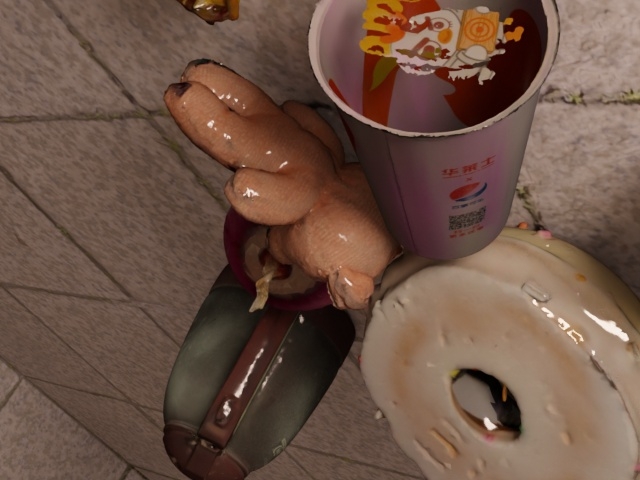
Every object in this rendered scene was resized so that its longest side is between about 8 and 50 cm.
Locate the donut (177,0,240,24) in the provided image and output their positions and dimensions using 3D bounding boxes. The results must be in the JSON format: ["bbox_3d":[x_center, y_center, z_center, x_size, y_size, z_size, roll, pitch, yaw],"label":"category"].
[{"bbox_3d":[-0.169,-0.310,0.931,0.259,0.101,0.152,29,153,5],"label":"donut"}]

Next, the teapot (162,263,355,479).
[{"bbox_3d":[-0.105,0.200,1.533,0.233,0.312,0.315,27,154,2],"label":"teapot"}]

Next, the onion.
[{"bbox_3d":[-0.033,0.002,1.280,0.177,0.177,0.153,24,-173,14],"label":"onion"}]

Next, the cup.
[{"bbox_3d":[0.105,-0.103,0.941,0.203,0.203,0.288,21,159,19],"label":"cup"}]

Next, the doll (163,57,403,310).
[{"bbox_3d":[-0.048,-0.060,1.133,0.303,0.201,0.156,38,133,-5],"label":"doll"}]

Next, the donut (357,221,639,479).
[{"bbox_3d":[0.219,0.150,1.180,0.383,0.142,0.382,21,126,32],"label":"donut"}]

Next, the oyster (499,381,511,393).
[{"bbox_3d":[0.311,0.162,1.293,0.233,0.107,0.161,40,159,23],"label":"oyster"}]
